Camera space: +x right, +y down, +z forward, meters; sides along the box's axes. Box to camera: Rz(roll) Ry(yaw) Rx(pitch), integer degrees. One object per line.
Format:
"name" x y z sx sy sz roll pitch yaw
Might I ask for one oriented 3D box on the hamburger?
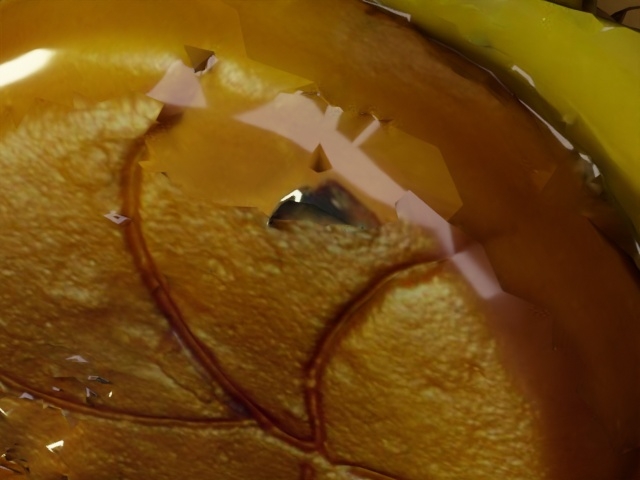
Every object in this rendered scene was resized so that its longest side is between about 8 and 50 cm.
"hamburger" 0.000 0.000 0.461 0.243 0.138 0.261 15 131 15
